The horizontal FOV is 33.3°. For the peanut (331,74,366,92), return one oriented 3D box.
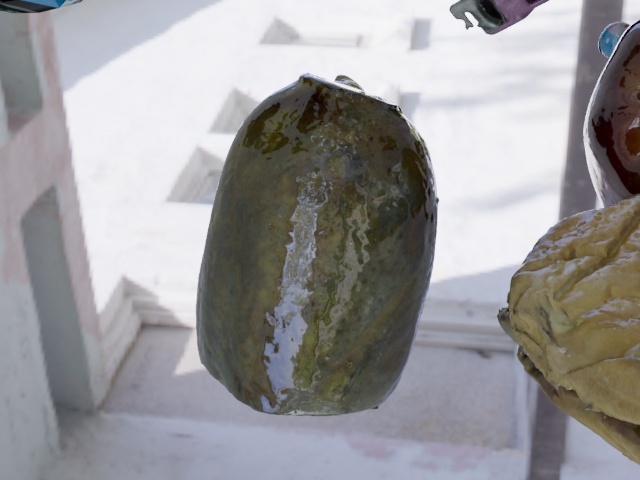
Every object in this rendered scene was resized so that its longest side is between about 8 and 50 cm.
[{"bbox_3d":[0.000,-0.121,1.342,0.104,0.085,0.228,37,-122,-31],"label":"peanut"}]

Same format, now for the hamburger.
[{"bbox_3d":[0.295,0.071,0.862,0.283,0.259,0.144,44,156,47],"label":"hamburger"}]

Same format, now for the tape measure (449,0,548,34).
[{"bbox_3d":[0.279,-0.424,1.466,0.149,0.245,0.231,40,-142,-41],"label":"tape measure"}]

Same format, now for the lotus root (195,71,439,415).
[{"bbox_3d":[0.000,0.000,1.153,0.250,0.250,0.346,-59,-19,-75],"label":"lotus root"}]

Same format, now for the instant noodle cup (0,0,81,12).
[{"bbox_3d":[-0.326,-0.373,1.180,0.240,0.240,0.178,62,-173,-77],"label":"instant noodle cup"}]

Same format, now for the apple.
[{"bbox_3d":[0.417,-0.103,1.099,0.317,0.288,0.288,20,-108,-57],"label":"apple"}]

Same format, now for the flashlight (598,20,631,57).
[{"bbox_3d":[0.412,-0.239,1.344,0.051,0.129,0.051,-34,-42,-37],"label":"flashlight"}]
